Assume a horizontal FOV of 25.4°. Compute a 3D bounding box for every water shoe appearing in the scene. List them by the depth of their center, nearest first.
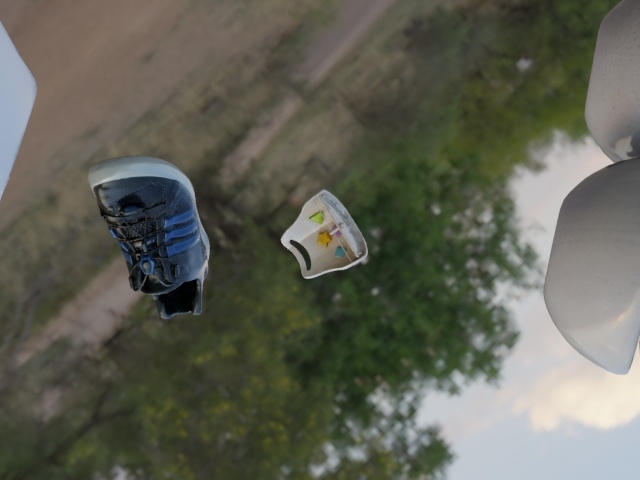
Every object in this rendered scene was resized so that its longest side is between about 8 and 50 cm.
[{"bbox_3d":[-0.129,0.001,1.153,0.073,0.080,0.203,-10,154,10],"label":"water shoe"}]

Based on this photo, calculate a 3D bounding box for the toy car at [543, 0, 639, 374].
[{"bbox_3d":[0.167,-0.001,0.516,0.136,0.159,0.182,82,22,-63],"label":"toy car"}]

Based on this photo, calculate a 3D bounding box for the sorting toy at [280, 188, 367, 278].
[{"bbox_3d":[0.000,0.000,1.481,0.075,0.083,0.045,-33,175,16],"label":"sorting toy"}]

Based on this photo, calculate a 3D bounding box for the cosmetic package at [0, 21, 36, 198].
[{"bbox_3d":[-0.387,-0.031,0.615,0.329,0.394,0.327,84,21,-72],"label":"cosmetic package"}]
